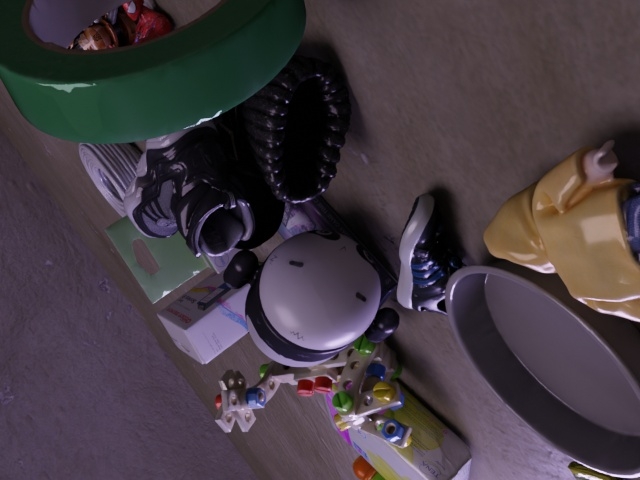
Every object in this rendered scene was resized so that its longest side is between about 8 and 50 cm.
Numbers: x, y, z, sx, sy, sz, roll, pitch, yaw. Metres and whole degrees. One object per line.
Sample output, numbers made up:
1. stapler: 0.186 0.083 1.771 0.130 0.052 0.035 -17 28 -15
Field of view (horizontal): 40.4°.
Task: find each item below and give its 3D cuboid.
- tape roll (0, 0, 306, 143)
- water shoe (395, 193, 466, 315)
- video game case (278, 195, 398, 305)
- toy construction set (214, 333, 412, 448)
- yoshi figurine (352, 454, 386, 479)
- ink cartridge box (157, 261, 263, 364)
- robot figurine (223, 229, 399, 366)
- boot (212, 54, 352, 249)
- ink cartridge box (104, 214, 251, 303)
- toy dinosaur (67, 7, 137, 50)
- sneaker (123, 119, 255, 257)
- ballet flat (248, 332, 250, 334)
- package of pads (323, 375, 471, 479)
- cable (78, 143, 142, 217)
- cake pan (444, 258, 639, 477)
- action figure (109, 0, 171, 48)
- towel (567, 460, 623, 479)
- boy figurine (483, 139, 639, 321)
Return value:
1. tape roll: -0.178 -0.232 0.896 0.321 0.321 0.077 36 153 37
2. water shoe: 0.139 0.018 1.041 0.080 0.072 0.203 17 149 13
3. video game case: 0.000 0.000 1.344 0.274 0.026 0.196 49 160 10
4. toy construction set: -0.007 0.236 1.424 0.328 0.215 0.151 -4 149 17
5. yoshi figurine: 0.220 0.547 1.667 0.362 0.204 0.203 52 125 42
6. ink cartridge box: -0.191 0.132 1.704 0.154 0.212 0.093 15 138 59
7. robot figurine: -0.015 0.085 1.244 0.278 0.209 0.173 126 127 -70
8. boot: -0.068 -0.096 1.127 0.260 0.131 0.347 32 144 43
9. ink cartridge box: -0.221 -0.014 1.487 0.056 0.235 0.171 24 146 57
10. toy dinosaur: -0.372 -0.329 1.425 0.218 0.164 0.321 -22 84 53
11. sneaker: -0.168 -0.034 1.098 0.153 0.101 0.268 59 151 15
12. ballet flat: -0.160 0.214 2.012 0.173 0.049 0.057 35 155 38
13. package of pads: 0.133 0.345 1.536 0.296 0.101 0.229 40 158 28
14. cable: -0.448 -0.136 1.980 0.257 0.089 0.257 45 159 18
15. cake pan: 0.261 0.132 0.961 0.293 0.054 0.293 43 158 22
16. action figure: -0.256 -0.238 1.339 0.091 0.139 0.280 23 143 51
17. towel: 0.413 0.380 1.113 0.237 0.021 0.102 52 165 -5
18. boy figurine: 0.247 -0.001 0.716 0.177 0.092 0.285 56 160 -14
